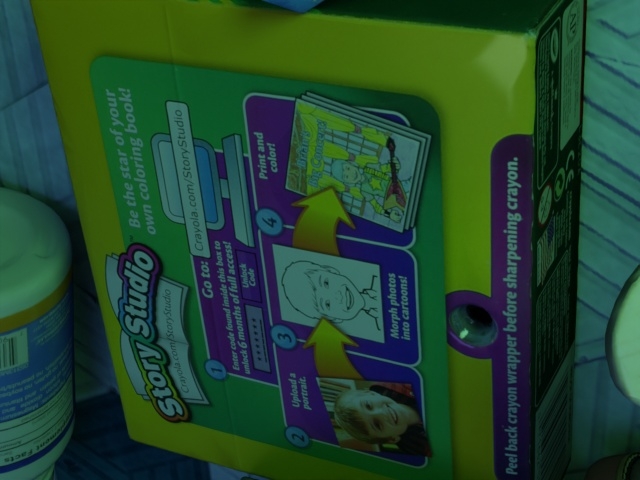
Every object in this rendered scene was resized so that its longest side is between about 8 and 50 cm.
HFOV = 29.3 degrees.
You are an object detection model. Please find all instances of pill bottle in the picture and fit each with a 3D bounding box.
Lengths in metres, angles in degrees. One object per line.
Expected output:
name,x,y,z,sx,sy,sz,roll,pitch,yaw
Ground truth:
pill bottle,-0.273,0.105,0.983,0.152,0.152,0.272,21,130,16

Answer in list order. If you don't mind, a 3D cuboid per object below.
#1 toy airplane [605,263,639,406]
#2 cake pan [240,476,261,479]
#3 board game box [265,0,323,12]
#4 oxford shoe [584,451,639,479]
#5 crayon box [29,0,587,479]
toy airplane,0.363,0.000,0.459,0.384,0.272,0.386,31,110,-14
cake pan,0.061,0.220,0.833,0.293,0.054,0.293,15,169,3
board game box,0.043,-0.227,0.587,0.211,0.039,0.160,-24,65,40
oxford shoe,0.312,0.270,0.785,0.130,0.123,0.348,-31,104,35
crayon box,0.000,0.000,0.786,0.313,0.106,0.363,11,126,24
